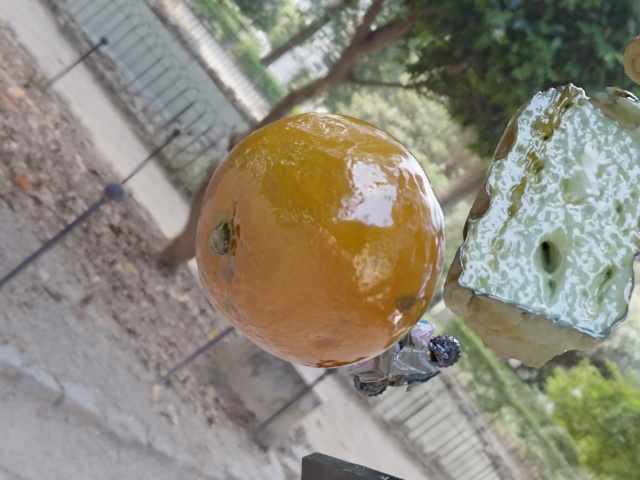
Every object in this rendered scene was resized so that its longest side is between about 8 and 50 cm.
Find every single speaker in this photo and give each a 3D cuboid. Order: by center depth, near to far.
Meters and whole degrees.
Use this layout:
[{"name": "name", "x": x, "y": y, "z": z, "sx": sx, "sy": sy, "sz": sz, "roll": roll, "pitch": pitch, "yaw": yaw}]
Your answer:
[{"name": "speaker", "x": 0.060, "y": 0.439, "z": 1.666, "sx": 0.218, "sy": 0.082, "sz": 0.044, "roll": 8, "pitch": 8, "yaw": 39}]

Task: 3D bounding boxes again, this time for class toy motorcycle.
[{"name": "toy motorcycle", "x": 0.153, "y": 0.221, "z": 2.006, "sx": 0.204, "sy": 0.239, "sz": 0.108, "roll": 58, "pitch": 1, "yaw": -26}]

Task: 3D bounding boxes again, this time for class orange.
[{"name": "orange", "x": 0.000, "y": 0.000, "z": 1.140, "sx": 0.312, "sy": 0.312, "sz": 0.312, "roll": 51, "pitch": 6, "yaw": -7}]

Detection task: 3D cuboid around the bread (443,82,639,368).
[{"name": "bread", "x": 0.179, "y": -0.016, "z": 0.714, "sx": 0.128, "sy": 0.232, "sz": 0.088, "roll": 21, "pitch": -30, "yaw": 10}]

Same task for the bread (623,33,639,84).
[{"name": "bread", "x": 0.559, "y": -0.302, "z": 1.455, "sx": 0.132, "sy": 0.172, "sz": 0.103, "roll": 30, "pitch": -30, "yaw": 31}]
